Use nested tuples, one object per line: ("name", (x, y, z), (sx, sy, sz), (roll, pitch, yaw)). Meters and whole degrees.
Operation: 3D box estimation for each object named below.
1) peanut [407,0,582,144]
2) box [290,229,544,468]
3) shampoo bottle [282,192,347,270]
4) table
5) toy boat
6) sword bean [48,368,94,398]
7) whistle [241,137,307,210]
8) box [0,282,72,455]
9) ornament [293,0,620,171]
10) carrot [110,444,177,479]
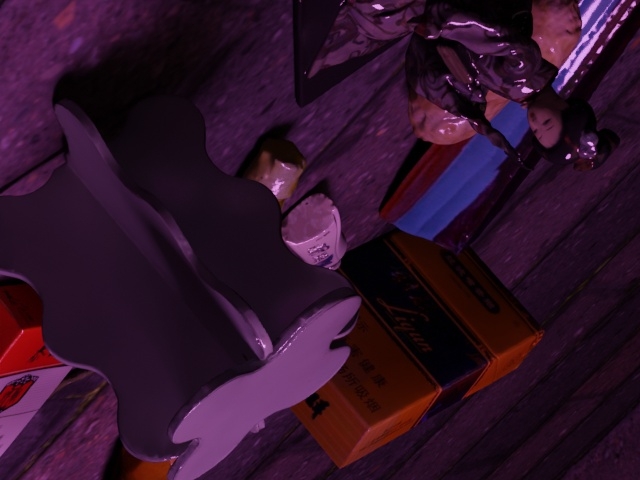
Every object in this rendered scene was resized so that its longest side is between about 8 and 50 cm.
("peanut", (0.123, -0.128, 1.441), (0.080, 0.080, 0.174), (-22, 165, -46))
("box", (0.062, 0.082, 1.704), (0.237, 0.152, 0.070), (-25, 156, -39))
("shampoo bottle", (0.000, 0.000, 1.579), (0.049, 0.034, 0.141), (-46, 164, -4))
("table", (-0.093, 0.017, 1.157), (0.166, 0.198, 0.166), (-37, 162, -14))
("toy boat", (0.174, -0.132, 1.566), (0.136, 0.079, 0.392), (-32, 160, -55))
("sword bean", (-0.178, 0.101, 1.487), (0.083, 0.012, 0.012), (-25, 156, -38))
("whistle", (-0.068, 0.004, 1.430), (0.104, 0.057, 0.198), (-35, 158, -52))
("box", (-0.220, 0.092, 1.325), (0.152, 0.048, 0.100), (-47, 163, 25))
("ornament", (0.100, -0.105, 1.276), (0.153, 0.196, 0.166), (-37, 161, -13))
("carrot", (-0.165, 0.232, 1.740), (0.070, 0.070, 0.260), (-28, 160, -34))
